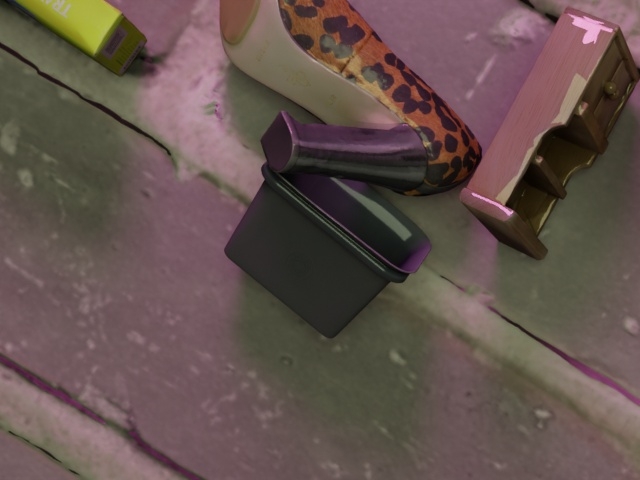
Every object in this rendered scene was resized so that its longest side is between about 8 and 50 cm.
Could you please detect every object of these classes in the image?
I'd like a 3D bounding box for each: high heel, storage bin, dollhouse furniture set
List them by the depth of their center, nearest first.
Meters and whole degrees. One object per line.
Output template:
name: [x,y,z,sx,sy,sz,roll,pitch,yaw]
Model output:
dollhouse furniture set: [0.249,-0.035,0.874,0.242,0.212,0.161,28,87,28]
storage bin: [0.000,0.000,0.936,0.135,0.098,0.091,40,117,1]
high heel: [0.023,-0.152,0.961,0.186,0.093,0.261,5,61,-34]

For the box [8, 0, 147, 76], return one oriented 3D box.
box: [-0.218,-0.194,0.928,0.178,0.109,0.042,35,91,2]
